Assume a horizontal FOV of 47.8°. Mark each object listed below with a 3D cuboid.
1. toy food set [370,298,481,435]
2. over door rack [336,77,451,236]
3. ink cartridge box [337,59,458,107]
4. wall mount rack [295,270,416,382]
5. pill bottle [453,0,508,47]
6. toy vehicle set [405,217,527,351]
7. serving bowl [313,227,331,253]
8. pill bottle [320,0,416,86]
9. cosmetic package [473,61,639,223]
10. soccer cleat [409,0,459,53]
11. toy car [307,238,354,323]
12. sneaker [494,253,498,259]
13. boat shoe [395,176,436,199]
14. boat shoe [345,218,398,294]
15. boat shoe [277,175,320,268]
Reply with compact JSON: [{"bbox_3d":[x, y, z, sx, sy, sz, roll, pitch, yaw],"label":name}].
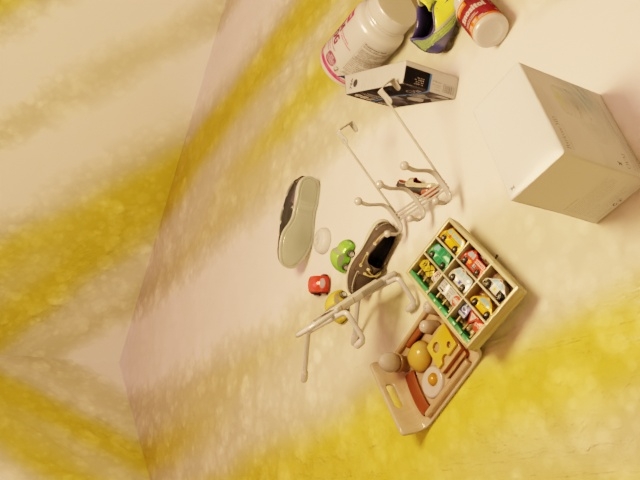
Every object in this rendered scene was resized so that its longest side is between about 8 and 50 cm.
[{"bbox_3d":[0.229,0.264,1.660,0.306,0.092,0.220,-62,33,30],"label":"toy food set"},{"bbox_3d":[0.156,-0.186,1.757,0.239,0.108,0.324,-36,78,56],"label":"over door rack"},{"bbox_3d":[0.187,-0.397,1.872,0.332,0.165,0.065,12,93,62],"label":"ink cartridge box"},{"bbox_3d":[0.069,0.216,1.808,0.130,0.350,0.304,58,140,4],"label":"wall mount rack"},{"bbox_3d":[0.365,-0.519,1.671,0.086,0.086,0.152,-59,35,33],"label":"pill bottle"},{"bbox_3d":[0.303,0.089,1.545,0.166,0.035,0.267,-55,39,17],"label":"toy vehicle set"},{"bbox_3d":[0.000,0.000,2.220,0.083,0.027,0.083,-25,61,56],"label":"serving bowl"},{"bbox_3d":[0.133,-0.570,2.027,0.283,0.160,0.160,-39,49,50],"label":"pill bottle"},{"bbox_3d":[0.429,-0.174,1.305,0.138,0.224,0.224,-51,41,42],"label":"cosmetic package"},{"bbox_3d":[0.302,-0.606,1.775,0.093,0.121,0.289,37,113,59],"label":"soccer cleat"},{"bbox_3d":[0.036,0.098,2.098,0.239,0.053,0.225,45,120,56],"label":"toy car"},{"bbox_3d":[0.357,0.039,1.565,0.069,0.038,0.098,-37,58,48],"label":"sneaker"},{"bbox_3d":[0.240,-0.137,1.810,0.137,0.049,0.043,28,119,54],"label":"boat shoe"},{"bbox_3d":[0.134,0.056,1.906,0.228,0.081,0.069,-67,27,17],"label":"boat shoe"},{"bbox_3d":[-0.078,-0.057,2.304,0.091,0.114,0.303,0,70,60],"label":"boat shoe"}]
